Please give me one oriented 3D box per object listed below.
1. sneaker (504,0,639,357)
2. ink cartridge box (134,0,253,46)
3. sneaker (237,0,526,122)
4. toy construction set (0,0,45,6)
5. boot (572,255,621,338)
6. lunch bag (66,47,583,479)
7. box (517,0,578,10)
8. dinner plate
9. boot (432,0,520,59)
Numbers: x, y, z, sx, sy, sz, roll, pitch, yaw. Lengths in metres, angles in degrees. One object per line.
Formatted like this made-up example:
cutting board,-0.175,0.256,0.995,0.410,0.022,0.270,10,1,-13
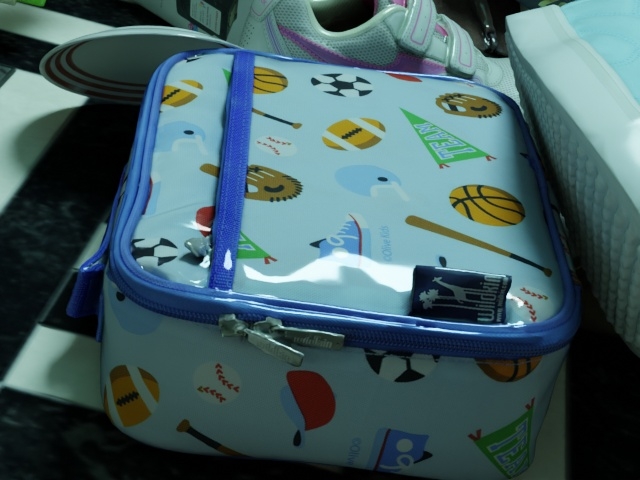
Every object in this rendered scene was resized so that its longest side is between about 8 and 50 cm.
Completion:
sneaker,0.194,-0.067,0.763,0.150,0.135,0.366,-17,27,7
ink cartridge box,-0.045,-0.194,1.094,0.175,0.072,0.127,34,35,32
sneaker,0.057,-0.124,0.980,0.252,0.111,0.103,2,32,-20
toy construction set,-0.301,-0.231,0.992,0.327,0.151,0.215,0,30,-3
boot,0.241,0.052,0.784,0.219,0.082,0.106,2,35,-4
lunch bag,0.000,0.000,0.746,0.243,0.115,0.303,9,29,-5
box,0.220,-0.238,1.190,0.232,0.059,0.183,30,37,-16
dinner plate,-0.105,-0.112,0.894,0.141,0.017,0.141,0,-11,0
boot,0.142,-0.201,1.207,0.248,0.090,0.207,-2,45,-28
